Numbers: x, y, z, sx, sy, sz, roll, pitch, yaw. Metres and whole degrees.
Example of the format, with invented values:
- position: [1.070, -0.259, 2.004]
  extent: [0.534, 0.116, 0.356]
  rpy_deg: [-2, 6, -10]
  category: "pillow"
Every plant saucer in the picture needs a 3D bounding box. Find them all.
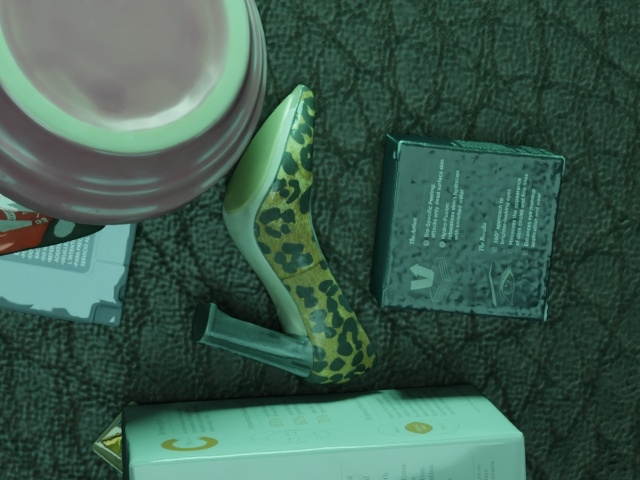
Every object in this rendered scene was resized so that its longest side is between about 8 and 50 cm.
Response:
- position: [-0.191, -0.181, 1.728]
  extent: [0.332, 0.084, 0.332]
  rpy_deg: [8, 71, -25]
  category: "plant saucer"

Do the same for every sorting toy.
- position: [-0.168, 0.201, 1.902]
  extent: [0.083, 0.012, 0.062]
  rpy_deg: [40, 93, -9]
  category: "sorting toy"

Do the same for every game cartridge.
- position: [-0.255, -0.079, 1.833]
  extent: [0.196, 0.060, 0.294]
  rpy_deg: [10, 97, -10]
  category: "game cartridge"

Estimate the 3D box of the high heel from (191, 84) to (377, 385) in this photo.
- position: [0.000, 0.000, 1.866]
  extent: [0.186, 0.093, 0.261]
  rpy_deg: [19, 88, -25]
  category: "high heel"

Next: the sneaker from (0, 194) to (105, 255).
- position: [-0.335, -0.048, 1.762]
  extent: [0.270, 0.090, 0.145]
  rpy_deg: [-15, 98, -6]
  category: "sneaker"

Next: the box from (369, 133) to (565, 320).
- position: [0.135, -0.014, 1.855]
  extent: [0.158, 0.093, 0.156]
  rpy_deg: [5, 98, -7]
  category: "box"

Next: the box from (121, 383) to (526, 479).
- position: [-0.004, 0.242, 1.814]
  extent: [0.345, 0.215, 0.168]
  rpy_deg: [-3, 99, -7]
  category: "box"
